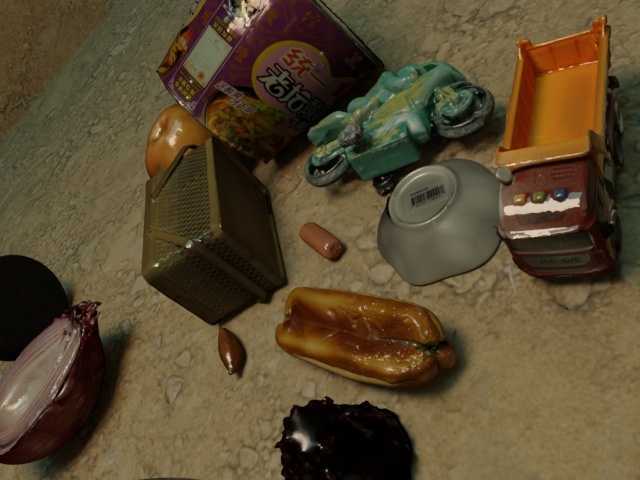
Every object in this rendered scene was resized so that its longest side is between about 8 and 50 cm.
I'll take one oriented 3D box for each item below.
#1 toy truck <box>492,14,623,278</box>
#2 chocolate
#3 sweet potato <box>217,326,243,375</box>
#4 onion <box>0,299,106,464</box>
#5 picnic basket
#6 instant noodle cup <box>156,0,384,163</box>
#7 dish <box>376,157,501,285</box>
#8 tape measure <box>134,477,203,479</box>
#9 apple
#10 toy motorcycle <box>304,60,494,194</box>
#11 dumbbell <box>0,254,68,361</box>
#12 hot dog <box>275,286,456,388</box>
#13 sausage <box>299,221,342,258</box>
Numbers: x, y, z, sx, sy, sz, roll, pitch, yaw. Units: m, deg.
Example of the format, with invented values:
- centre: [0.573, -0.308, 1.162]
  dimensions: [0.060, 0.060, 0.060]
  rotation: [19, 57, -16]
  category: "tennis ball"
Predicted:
- centre: [0.257, -0.100, 0.611]
  dimensions: [0.114, 0.135, 0.270]
  rotation: [-7, 54, 37]
  category: "toy truck"
- centre: [0.005, 0.212, 0.581]
  dimensions: [0.156, 0.133, 0.156]
  rotation: [-24, 43, 24]
  category: "chocolate"
- centre: [-0.130, 0.153, 0.824]
  dimensions: [0.034, 0.034, 0.095]
  rotation: [-39, 41, 9]
  category: "sweet potato"
- centre: [-0.423, 0.229, 0.950]
  dimensions: [0.283, 0.120, 0.227]
  rotation: [-54, 38, -3]
  category: "onion"
- centre: [-0.168, -0.021, 0.899]
  dimensions: [0.139, 0.165, 0.266]
  rotation: [-32, 42, 15]
  category: "picnic basket"
- centre: [-0.101, -0.314, 0.980]
  dimensions: [0.266, 0.340, 0.339]
  rotation: [-45, 39, 15]
  category: "instant noodle cup"
- centre: [0.139, -0.041, 0.721]
  dimensions: [0.191, 0.066, 0.190]
  rotation: [-23, 45, 26]
  category: "dish"
- centre: [-0.122, 0.316, 0.508]
  dimensions: [0.256, 0.275, 0.147]
  rotation: [15, 95, 53]
  category: "tape measure"
- centre: [-0.232, -0.157, 1.057]
  dimensions: [0.199, 0.199, 0.199]
  rotation: [-24, 45, 26]
  category: "apple"
- centre: [0.100, -0.181, 0.843]
  dimensions: [0.297, 0.109, 0.198]
  rotation: [-21, 43, 27]
  category: "toy motorcycle"
- centre: [-0.699, 0.173, 1.180]
  dimensions: [0.323, 0.204, 0.203]
  rotation: [-23, 45, 26]
  category: "dumbbell"
- centre: [0.042, 0.112, 0.679]
  dimensions: [0.250, 0.068, 0.100]
  rotation: [6, 75, 47]
  category: "hot dog"
- centre: [0.000, 0.000, 0.835]
  dimensions: [0.034, 0.034, 0.083]
  rotation: [-49, 41, -3]
  category: "sausage"
